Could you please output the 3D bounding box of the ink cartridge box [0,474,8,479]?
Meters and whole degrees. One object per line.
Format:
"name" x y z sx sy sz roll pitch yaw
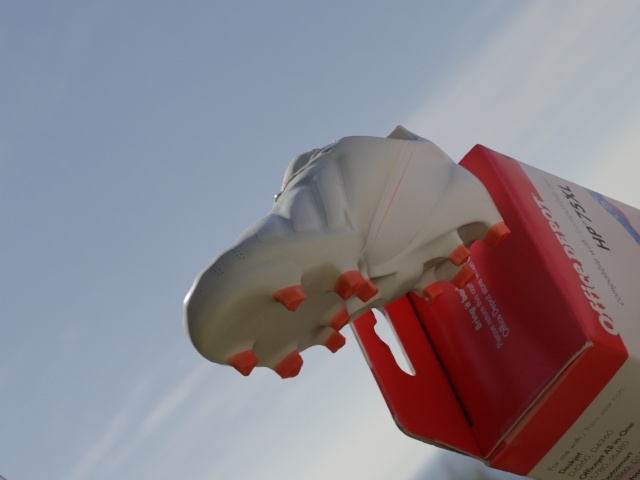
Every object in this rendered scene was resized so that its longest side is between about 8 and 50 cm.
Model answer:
"ink cartridge box" -0.198 0.121 0.688 0.130 0.309 0.272 -48 33 -3

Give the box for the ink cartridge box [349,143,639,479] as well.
"ink cartridge box" 0.120 0.043 0.877 0.231 0.134 0.078 19 -59 -35

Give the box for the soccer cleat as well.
"soccer cleat" 0.000 0.000 0.770 0.196 0.076 0.068 -19 -29 -54
